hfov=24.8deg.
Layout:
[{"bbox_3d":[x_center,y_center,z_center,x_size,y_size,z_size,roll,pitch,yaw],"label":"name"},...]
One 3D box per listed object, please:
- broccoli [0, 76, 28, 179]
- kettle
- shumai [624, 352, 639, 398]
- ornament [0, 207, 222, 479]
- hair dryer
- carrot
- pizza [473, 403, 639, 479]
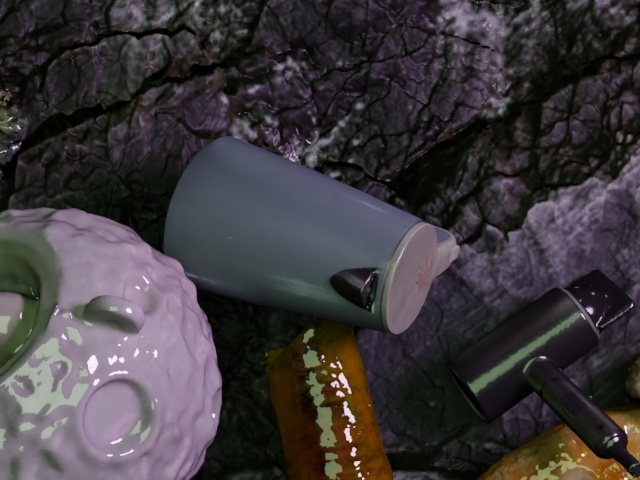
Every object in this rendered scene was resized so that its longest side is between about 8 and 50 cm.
[{"bbox_3d":[-0.425,-0.132,1.446,0.165,0.304,0.145,-14,80,16],"label":"broccoli"},{"bbox_3d":[0.000,0.000,1.465,0.243,0.210,0.160,18,108,22],"label":"kettle"},{"bbox_3d":[0.374,0.118,1.461,0.123,0.139,0.105,15,94,27],"label":"shumai"},{"bbox_3d":[-0.256,0.141,1.383,0.337,0.337,0.337,0,80,1],"label":"ornament"},{"bbox_3d":[0.263,0.143,1.430,0.195,0.078,0.248,-35,39,-5],"label":"hair dryer"},{"bbox_3d":[0.016,0.225,1.463,0.114,0.114,0.302,-15,78,-1],"label":"carrot"},{"bbox_3d":[0.273,0.316,1.439,0.409,0.114,0.278,-41,80,-5],"label":"pizza"}]
